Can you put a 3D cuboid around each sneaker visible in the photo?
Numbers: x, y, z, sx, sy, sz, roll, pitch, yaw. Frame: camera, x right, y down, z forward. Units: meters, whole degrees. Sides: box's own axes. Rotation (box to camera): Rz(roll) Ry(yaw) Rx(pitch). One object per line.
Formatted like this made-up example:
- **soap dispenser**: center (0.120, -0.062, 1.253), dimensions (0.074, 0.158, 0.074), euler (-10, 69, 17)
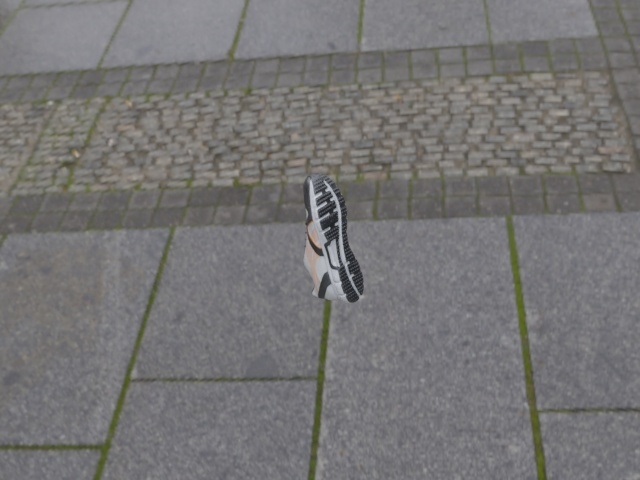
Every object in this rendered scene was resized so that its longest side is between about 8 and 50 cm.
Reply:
- **sneaker**: center (0.000, 0.000, 0.676), dimensions (0.043, 0.109, 0.040), euler (-6, 9, 40)
